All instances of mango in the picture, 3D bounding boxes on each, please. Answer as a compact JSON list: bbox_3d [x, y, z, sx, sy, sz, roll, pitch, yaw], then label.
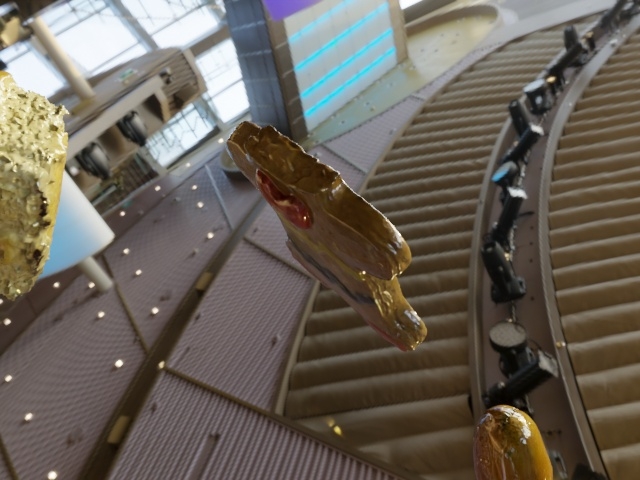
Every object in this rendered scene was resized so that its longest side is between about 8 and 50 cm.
[{"bbox_3d":[0.169,0.196,0.507,0.063,0.127,0.077,-12,-162,0],"label":"mango"}]

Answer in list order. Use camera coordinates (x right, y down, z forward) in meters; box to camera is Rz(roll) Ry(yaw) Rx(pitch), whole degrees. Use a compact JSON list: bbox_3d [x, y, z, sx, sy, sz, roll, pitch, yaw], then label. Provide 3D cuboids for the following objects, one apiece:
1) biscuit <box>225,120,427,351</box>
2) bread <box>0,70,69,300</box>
[{"bbox_3d":[0.000,0.000,0.906,0.076,0.394,0.368,-43,-122,-12],"label":"biscuit"},{"bbox_3d":[-0.350,-0.052,0.638,0.121,0.245,0.174,7,-135,-23],"label":"bread"}]
